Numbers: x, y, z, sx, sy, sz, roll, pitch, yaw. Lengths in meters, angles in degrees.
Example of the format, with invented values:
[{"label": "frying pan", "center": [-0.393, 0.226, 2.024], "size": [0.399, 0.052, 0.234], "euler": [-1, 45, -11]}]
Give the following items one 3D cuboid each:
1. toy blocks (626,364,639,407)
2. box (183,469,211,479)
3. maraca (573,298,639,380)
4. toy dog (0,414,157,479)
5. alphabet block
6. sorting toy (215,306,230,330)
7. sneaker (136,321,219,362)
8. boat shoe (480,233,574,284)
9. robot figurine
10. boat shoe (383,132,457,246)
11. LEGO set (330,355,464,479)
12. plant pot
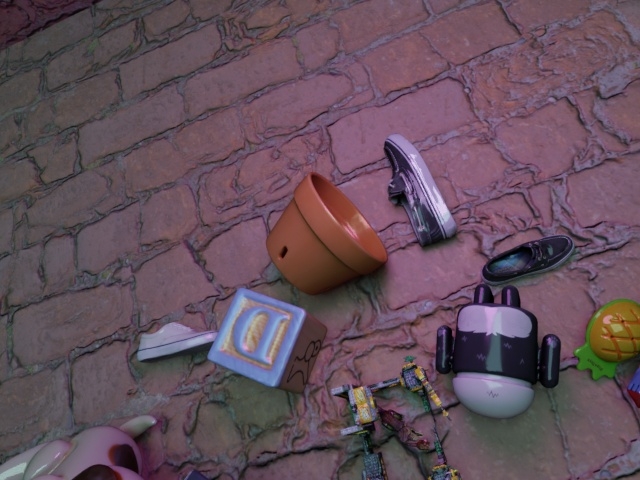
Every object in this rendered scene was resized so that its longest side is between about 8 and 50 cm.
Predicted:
[{"label": "toy blocks", "center": [0.781, 0.270, 0.871], "size": [0.381, 0.191, 0.261], "euler": [31, 86, 9]}, {"label": "box", "center": [-0.125, 0.672, 0.891], "size": [0.395, 0.294, 0.212], "euler": [22, 54, 23]}, {"label": "maraca", "center": [0.618, 0.210, 0.993], "size": [0.127, 0.099, 0.186], "euler": [32, 95, -3]}, {"label": "toy dog", "center": [-0.489, 0.583, 1.021], "size": [0.395, 0.408, 0.285], "euler": [-29, 100, -32]}, {"label": "alphabet block", "center": [-0.121, 0.249, 1.147], "size": [0.193, 0.197, 0.192], "euler": [18, 74, 22]}, {"label": "sorting toy", "center": [-0.253, 0.213, 1.305], "size": [0.083, 0.012, 0.062], "euler": [-20, 59, 12]}, {"label": "sneaker", "center": [-0.391, 0.267, 1.280], "size": [0.258, 0.094, 0.091], "euler": [-14, 70, 12]}, {"label": "boat shoe", "center": [0.494, 0.038, 1.113], "size": [0.228, 0.076, 0.080], "euler": [-19, 64, 9]}, {"label": "robot figurine", "center": [0.378, 0.240, 1.016], "size": [0.173, 0.209, 0.278], "euler": [19, 69, -21]}, {"label": "boat shoe", "center": [0.233, -0.139, 1.240], "size": [0.119, 0.121, 0.335], "euler": [-25, 65, 1]}, {"label": "LEGO set", "center": [0.157, 0.415, 0.995], "size": [0.254, 0.192, 0.331], "euler": [-11, 66, 13]}, {"label": "plant pot", "center": [0.000, 0.000, 1.184], "size": [0.203, 0.291, 0.291], "euler": [-40, 62, 16]}]
